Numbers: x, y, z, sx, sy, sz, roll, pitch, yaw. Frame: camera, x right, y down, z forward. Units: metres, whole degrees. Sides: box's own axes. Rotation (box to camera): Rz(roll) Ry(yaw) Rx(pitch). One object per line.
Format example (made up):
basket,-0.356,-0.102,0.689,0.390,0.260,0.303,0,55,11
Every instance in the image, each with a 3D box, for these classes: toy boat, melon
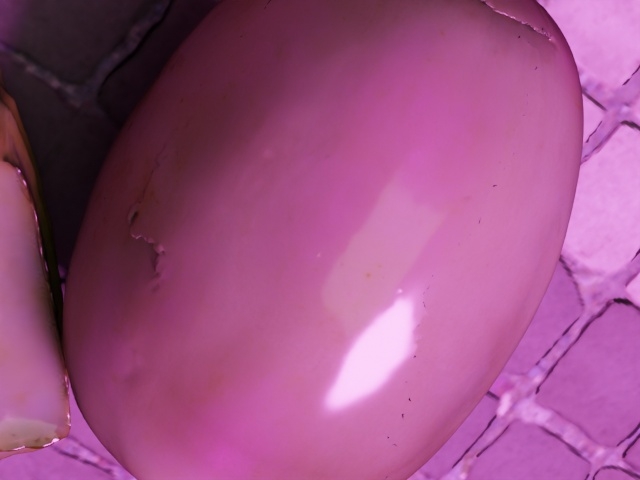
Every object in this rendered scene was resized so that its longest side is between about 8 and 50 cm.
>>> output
toy boat,-0.188,0.010,0.956,0.111,0.084,0.276,-10,119,-11
melon,0.000,0.000,0.931,0.223,0.223,0.317,24,107,-27
